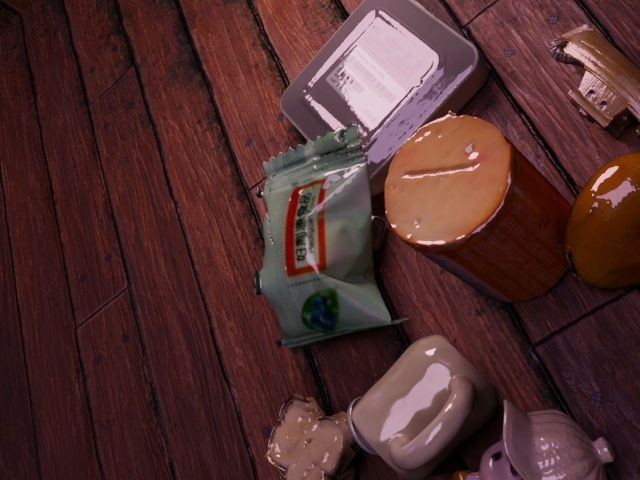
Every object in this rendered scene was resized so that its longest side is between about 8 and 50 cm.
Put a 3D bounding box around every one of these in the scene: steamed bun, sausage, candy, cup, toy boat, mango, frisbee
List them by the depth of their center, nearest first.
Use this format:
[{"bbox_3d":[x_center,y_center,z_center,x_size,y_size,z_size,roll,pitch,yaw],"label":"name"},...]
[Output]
[{"bbox_3d":[0.476,-0.031,1.207,0.136,0.166,0.236,-85,16,-72],"label":"mango"},{"bbox_3d":[0.162,0.261,1.228,0.202,0.255,0.173,-45,66,2],"label":"cup"},{"bbox_3d":[0.270,-0.043,1.268,0.233,0.287,0.233,-18,59,33],"label":"sausage"},{"bbox_3d":[0.506,-0.244,1.310,0.121,0.089,0.321,-44,54,20],"label":"toy boat"},{"bbox_3d":[0.090,0.328,1.357,0.014,0.110,0.110,-40,52,36],"label":"frisbee"},{"bbox_3d":[-0.007,0.393,1.403,0.178,0.106,0.192,12,79,43],"label":"steamed bun"},{"bbox_3d":[0.004,0.000,1.470,0.263,0.172,0.397,-13,80,28],"label":"candy"}]

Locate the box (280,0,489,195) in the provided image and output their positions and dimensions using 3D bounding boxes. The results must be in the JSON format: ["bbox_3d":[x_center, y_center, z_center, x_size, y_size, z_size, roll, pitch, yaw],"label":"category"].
[{"bbox_3d":[0.119,-0.327,1.619,0.373,0.090,0.367,-48,52,11],"label":"box"}]

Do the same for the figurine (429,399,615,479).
[{"bbox_3d":[0.292,0.392,1.171,0.332,0.205,0.185,-61,28,34],"label":"figurine"}]

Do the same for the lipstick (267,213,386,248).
[{"bbox_3d":[0.012,-0.042,1.584,0.253,0.079,0.077,14,84,34],"label":"lipstick"}]
